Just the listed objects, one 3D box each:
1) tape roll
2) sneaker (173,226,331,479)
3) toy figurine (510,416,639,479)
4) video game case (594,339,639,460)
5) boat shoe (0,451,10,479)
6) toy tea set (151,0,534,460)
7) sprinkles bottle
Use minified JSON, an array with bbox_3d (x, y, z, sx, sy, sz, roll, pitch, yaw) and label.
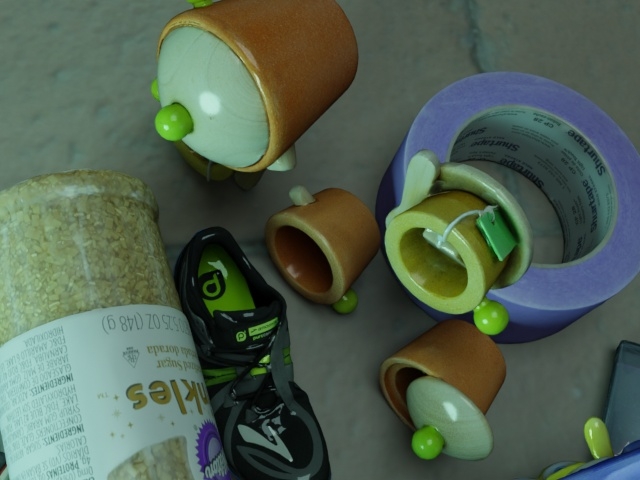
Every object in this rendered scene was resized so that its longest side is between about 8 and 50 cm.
[{"bbox_3d":[0.141,-0.025,0.592,0.189,0.080,0.189,4,65,-9],"label":"tape roll"},{"bbox_3d":[-0.048,0.076,0.507,0.067,0.078,0.188,-18,72,-19],"label":"sneaker"},{"bbox_3d":[0.193,0.167,0.399,0.362,0.217,0.191,-16,59,-7],"label":"toy figurine"},{"bbox_3d":[0.267,0.215,0.513,0.196,0.026,0.274,15,64,14],"label":"video game case"},{"bbox_3d":[-0.224,0.173,0.445,0.043,0.049,0.137,32,68,6],"label":"boat shoe"},{"bbox_3d":[0.000,0.000,0.488,0.336,0.200,0.124,48,57,5],"label":"toy tea set"},{"bbox_3d":[-0.107,0.138,0.442,0.121,0.121,0.355,-14,70,-17],"label":"sprinkles bottle"}]
